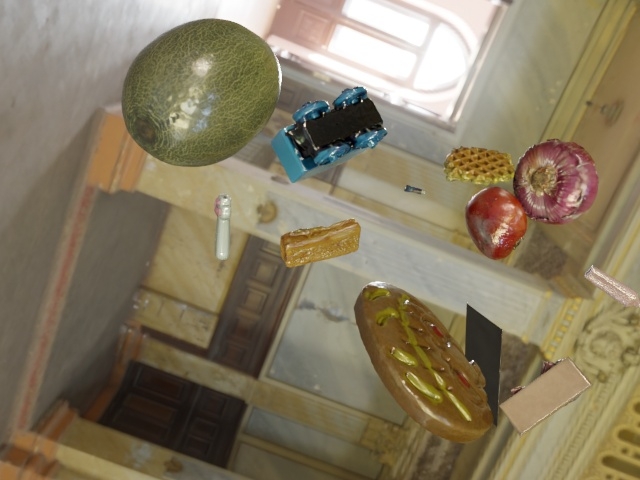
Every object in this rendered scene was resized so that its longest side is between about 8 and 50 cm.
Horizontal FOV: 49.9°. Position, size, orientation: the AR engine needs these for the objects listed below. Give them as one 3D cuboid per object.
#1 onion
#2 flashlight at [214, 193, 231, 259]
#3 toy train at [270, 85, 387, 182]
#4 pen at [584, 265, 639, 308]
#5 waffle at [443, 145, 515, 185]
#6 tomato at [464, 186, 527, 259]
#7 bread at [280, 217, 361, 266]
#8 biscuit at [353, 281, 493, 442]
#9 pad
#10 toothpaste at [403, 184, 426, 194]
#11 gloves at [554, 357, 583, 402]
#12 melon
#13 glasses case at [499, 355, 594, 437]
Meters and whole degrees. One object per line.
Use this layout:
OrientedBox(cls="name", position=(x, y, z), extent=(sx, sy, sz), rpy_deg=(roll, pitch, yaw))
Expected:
OrientedBox(cls="onion", position=(0.619, -0.148, 1.775), extent=(0.230, 0.163, 0.230), rpy_deg=(-8, -100, 57))
OrientedBox(cls="flashlight", position=(-0.290, -0.037, 2.024), extent=(0.093, 0.047, 0.201), rpy_deg=(-128, -140, -60))
OrientedBox(cls="toy train", position=(0.022, -0.299, 1.982), extent=(0.300, 0.188, 0.265), rpy_deg=(-26, 177, -27))
OrientedBox(cls="pen", position=(0.844, 0.142, 1.955), extent=(0.053, 0.197, 0.032), rpy_deg=(-56, 180, 31))
OrientedBox(cls="waffle", position=(0.535, -0.249, 2.321), extent=(0.243, 0.237, 0.059), rpy_deg=(-68, 160, -53))
OrientedBox(cls="tomato", position=(0.431, -0.037, 1.772), extent=(0.099, 0.173, 0.189), rpy_deg=(-22, 150, -42))
OrientedBox(cls="bread", position=(0.000, 0.001, 2.277), extent=(0.139, 0.270, 0.077), rpy_deg=(90, -20, -44))
OrientedBox(cls="biscuit", position=(0.227, 0.238, 1.418), extent=(0.070, 0.350, 0.394), rpy_deg=(-50, -138, 22))
OrientedBox(cls="pad", position=(0.460, 0.352, 1.962), extent=(0.202, 0.005, 0.300), rpy_deg=(-137, -138, -67))
OrientedBox(cls="toothpaste", position=(0.348, -0.184, 2.535), extent=(0.019, 0.083, 0.027), rpy_deg=(34, 75, -64))
OrientedBox(cls="gloves", position=(0.722, 0.421, 2.053), extent=(0.285, 0.142, 0.119), rpy_deg=(65, 42, -68))
OrientedBox(cls="melon", position=(-0.203, -0.262, 1.211), extent=(0.302, 0.237, 0.237), rpy_deg=(-45, 168, -38))
OrientedBox(cls="glasses case", position=(0.483, 0.333, 1.503), extent=(0.193, 0.102, 0.070), rpy_deg=(-38, 152, 5))
